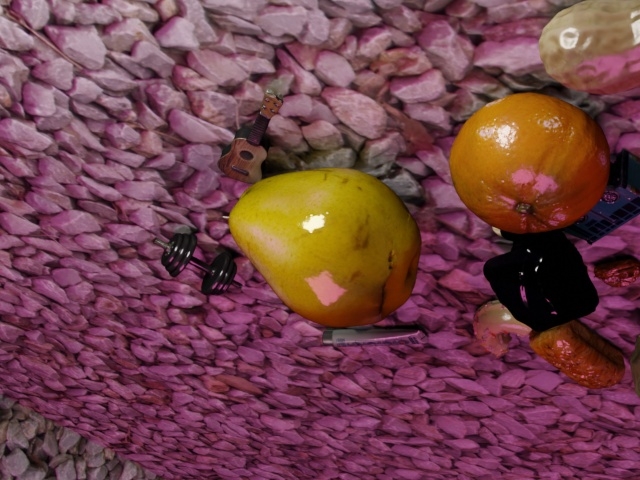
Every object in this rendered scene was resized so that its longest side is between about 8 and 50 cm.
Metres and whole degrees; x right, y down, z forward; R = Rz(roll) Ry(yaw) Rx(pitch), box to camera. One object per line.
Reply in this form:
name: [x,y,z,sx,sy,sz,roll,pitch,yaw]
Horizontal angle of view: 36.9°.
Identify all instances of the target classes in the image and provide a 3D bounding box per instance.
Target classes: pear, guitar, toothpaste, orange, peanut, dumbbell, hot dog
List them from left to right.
dumbbell: [-0.249,0.048,1.959,0.208,0.099,0.099,30,144,-22]
guitar: [-0.108,-0.180,1.611,0.084,0.038,0.271,20,150,-9]
pear: [0.006,0.009,1.648,0.336,0.285,0.285,7,149,37]
toothpaste: [0.118,0.214,2.114,0.239,0.039,0.062,-4,147,24]
orange: [0.308,-0.107,1.429,0.240,0.171,0.240,11,149,7]
hot dog: [0.529,0.057,1.709,0.083,0.035,0.058,-16,140,39]
peanut: [0.428,-0.257,1.206,0.298,0.120,0.136,-8,164,30]

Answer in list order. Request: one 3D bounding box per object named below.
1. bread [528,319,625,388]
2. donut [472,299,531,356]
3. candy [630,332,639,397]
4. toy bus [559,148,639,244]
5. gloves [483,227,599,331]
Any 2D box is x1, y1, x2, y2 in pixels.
bread: [0.516,0.228,1.932,0.211,0.083,0.114,34,147,-24]
donut: [0.362,0.173,1.925,0.108,0.065,0.166,24,146,-12]
candy: [0.747,0.240,1.761,0.343,0.142,0.132,3,168,-1]
toy bus: [0.453,-0.063,1.520,0.092,0.079,0.160,26,145,-16]
gloves: [0.355,0.048,1.615,0.152,0.197,0.301,-23,-179,8]
